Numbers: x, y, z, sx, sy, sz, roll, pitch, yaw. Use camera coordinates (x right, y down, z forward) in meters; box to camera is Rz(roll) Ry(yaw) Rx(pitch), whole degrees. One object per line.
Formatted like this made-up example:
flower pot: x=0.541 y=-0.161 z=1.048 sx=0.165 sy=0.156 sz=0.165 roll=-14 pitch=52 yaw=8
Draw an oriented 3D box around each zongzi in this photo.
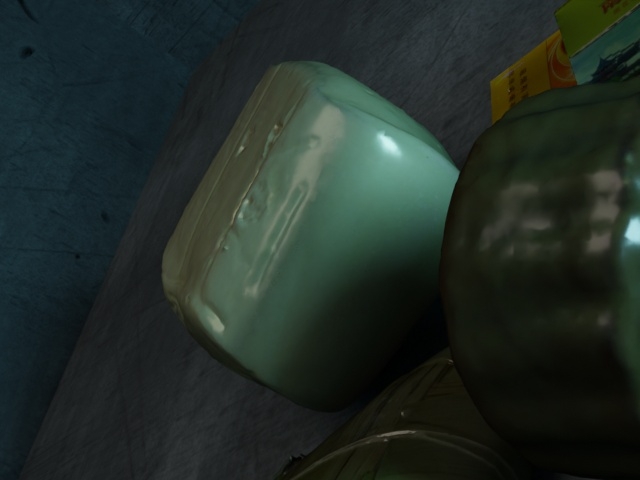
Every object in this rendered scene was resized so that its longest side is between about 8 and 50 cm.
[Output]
zongzi: x=0.038 y=0.243 z=0.853 sx=0.447 sy=0.181 sz=0.418 roll=-31 pitch=18 yaw=51

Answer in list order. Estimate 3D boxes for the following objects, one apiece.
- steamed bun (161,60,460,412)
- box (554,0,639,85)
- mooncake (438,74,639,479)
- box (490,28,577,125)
steamed bun: x=0.000 y=0.000 z=1.066 sx=0.371 sy=0.290 sz=0.456 roll=-59 pitch=20 yaw=8
box: x=0.344 y=-0.171 z=0.844 sx=0.187 sy=0.047 sz=0.335 roll=-38 pitch=38 yaw=37
mooncake: x=0.230 y=0.025 z=0.584 sx=0.161 sy=0.290 sz=0.290 roll=-5 pitch=54 yaw=52
box: x=0.313 y=-0.207 z=1.018 sx=0.269 sy=0.043 sz=0.152 roll=-35 pitch=36 yaw=39
